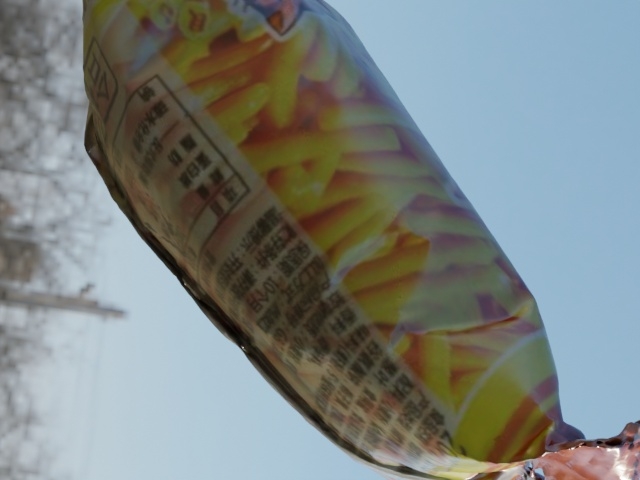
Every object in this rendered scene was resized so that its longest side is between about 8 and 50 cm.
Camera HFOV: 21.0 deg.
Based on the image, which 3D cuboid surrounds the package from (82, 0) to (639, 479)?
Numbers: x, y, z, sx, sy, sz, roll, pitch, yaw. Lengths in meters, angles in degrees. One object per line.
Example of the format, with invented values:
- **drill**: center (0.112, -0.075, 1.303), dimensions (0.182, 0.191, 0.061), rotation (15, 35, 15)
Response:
- **package**: center (0.001, 0.002, 0.647), dimensions (0.288, 0.108, 0.223), rotation (55, -1, 15)
